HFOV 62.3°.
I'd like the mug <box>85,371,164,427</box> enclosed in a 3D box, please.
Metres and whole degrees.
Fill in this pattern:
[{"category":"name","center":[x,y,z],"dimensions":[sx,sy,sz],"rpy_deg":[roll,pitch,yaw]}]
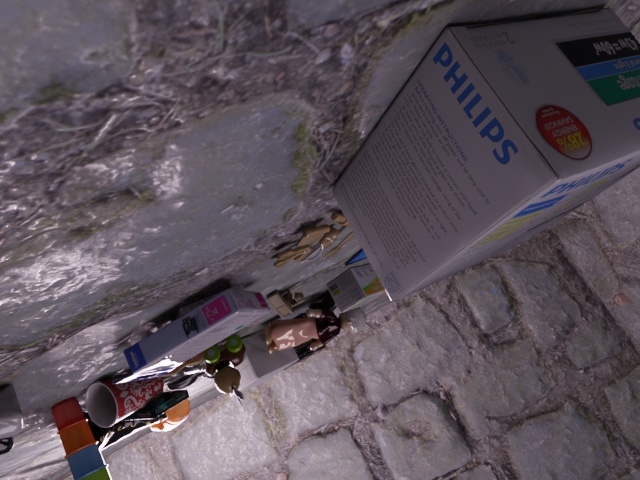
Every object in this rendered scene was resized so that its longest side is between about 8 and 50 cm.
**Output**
[{"category":"mug","center":[-0.511,0.394,1.369],"dimensions":[0.150,0.113,0.169],"rpy_deg":[-5,-177,28]}]

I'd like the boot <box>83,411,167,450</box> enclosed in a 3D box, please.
[{"category":"boot","center":[-0.607,0.536,1.570],"dimensions":[0.284,0.138,0.377],"rpy_deg":[-21,167,-26]}]

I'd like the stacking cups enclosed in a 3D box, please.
[{"category":"stacking cups","center":[-0.579,0.546,1.295],"dimensions":[0.096,0.316,0.096],"rpy_deg":[-30,165,-9]}]

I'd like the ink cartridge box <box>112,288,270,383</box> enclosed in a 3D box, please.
[{"category":"ink cartridge box","center":[-0.276,0.204,1.130],"dimensions":[0.311,0.065,0.186],"rpy_deg":[-33,166,8]}]

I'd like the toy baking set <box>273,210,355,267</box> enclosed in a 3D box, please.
[{"category":"toy baking set","center":[0.005,-0.003,1.108],"dimensions":[0.196,0.030,0.256],"rpy_deg":[-32,165,25]}]

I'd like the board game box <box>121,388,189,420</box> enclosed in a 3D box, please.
[{"category":"board game box","center":[-0.467,0.452,1.451],"dimensions":[0.186,0.026,0.126],"rpy_deg":[-16,-177,34]}]

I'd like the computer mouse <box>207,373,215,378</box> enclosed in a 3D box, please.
[{"category":"computer mouse","center":[-0.312,0.489,2.108],"dimensions":[0.188,0.072,0.272],"rpy_deg":[-36,164,23]}]

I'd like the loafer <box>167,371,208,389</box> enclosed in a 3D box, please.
[{"category":"loafer","center":[-0.429,0.434,1.749],"dimensions":[0.170,0.062,0.061],"rpy_deg":[-25,126,-26]}]

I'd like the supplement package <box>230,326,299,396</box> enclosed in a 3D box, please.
[{"category":"supplement package","center":[-0.228,0.425,1.883],"dimensions":[0.194,0.149,0.203],"rpy_deg":[-14,159,-46]}]

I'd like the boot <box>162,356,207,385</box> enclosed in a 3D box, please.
[{"category":"boot","center":[-0.442,0.382,1.516],"dimensions":[0.208,0.076,0.190],"rpy_deg":[-12,158,-31]}]

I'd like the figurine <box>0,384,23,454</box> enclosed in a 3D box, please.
[{"category":"figurine","center":[-0.667,0.355,0.951],"dimensions":[0.209,0.092,0.215],"rpy_deg":[-10,156,-42]}]

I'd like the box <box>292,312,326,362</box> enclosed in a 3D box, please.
[{"category":"box","center":[-0.095,0.379,1.988],"dimensions":[0.180,0.147,0.077],"rpy_deg":[-34,165,15]}]

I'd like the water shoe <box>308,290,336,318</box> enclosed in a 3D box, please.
[{"category":"water shoe","center":[0.035,0.219,1.834],"dimensions":[0.080,0.073,0.203],"rpy_deg":[-20,164,-40]}]

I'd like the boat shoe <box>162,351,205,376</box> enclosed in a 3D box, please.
[{"category":"boat shoe","center":[-0.377,0.307,1.399],"dimensions":[0.178,0.064,0.060],"rpy_deg":[-9,126,-56]}]

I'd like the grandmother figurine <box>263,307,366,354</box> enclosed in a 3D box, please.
[{"category":"grandmother figurine","center":[-0.013,0.287,1.761],"dimensions":[0.342,0.104,0.208],"rpy_deg":[-11,146,-4]}]

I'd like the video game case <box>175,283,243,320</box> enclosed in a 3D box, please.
[{"category":"video game case","center":[-0.250,0.154,1.173],"dimensions":[0.143,0.019,0.157],"rpy_deg":[-21,164,-28]}]

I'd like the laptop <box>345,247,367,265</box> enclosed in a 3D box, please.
[{"category":"laptop","center":[0.243,0.039,1.476],"dimensions":[0.234,0.264,0.137],"rpy_deg":[-19,126,-37]}]

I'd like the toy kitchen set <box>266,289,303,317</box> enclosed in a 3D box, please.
[{"category":"toy kitchen set","center":[-0.093,0.145,1.420],"dimensions":[0.068,0.075,0.083],"rpy_deg":[-29,-154,14]}]

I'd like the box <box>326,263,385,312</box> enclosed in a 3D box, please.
[{"category":"box","center":[0.134,0.149,1.717],"dimensions":[0.114,0.103,0.203],"rpy_deg":[-37,164,30]}]

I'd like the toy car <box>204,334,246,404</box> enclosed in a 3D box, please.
[{"category":"toy car","center":[-0.278,0.420,1.663],"dimensions":[0.148,0.188,0.155],"rpy_deg":[-23,158,-21]}]

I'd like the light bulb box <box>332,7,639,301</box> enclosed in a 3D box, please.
[{"category":"light bulb box","center":[0.267,-0.120,0.793],"dimensions":[0.357,0.225,0.361],"rpy_deg":[-19,162,-31]}]

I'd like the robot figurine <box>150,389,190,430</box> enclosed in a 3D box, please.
[{"category":"robot figurine","center":[-0.598,0.680,2.104],"dimensions":[0.158,0.128,0.219],"rpy_deg":[-6,154,-42]}]
